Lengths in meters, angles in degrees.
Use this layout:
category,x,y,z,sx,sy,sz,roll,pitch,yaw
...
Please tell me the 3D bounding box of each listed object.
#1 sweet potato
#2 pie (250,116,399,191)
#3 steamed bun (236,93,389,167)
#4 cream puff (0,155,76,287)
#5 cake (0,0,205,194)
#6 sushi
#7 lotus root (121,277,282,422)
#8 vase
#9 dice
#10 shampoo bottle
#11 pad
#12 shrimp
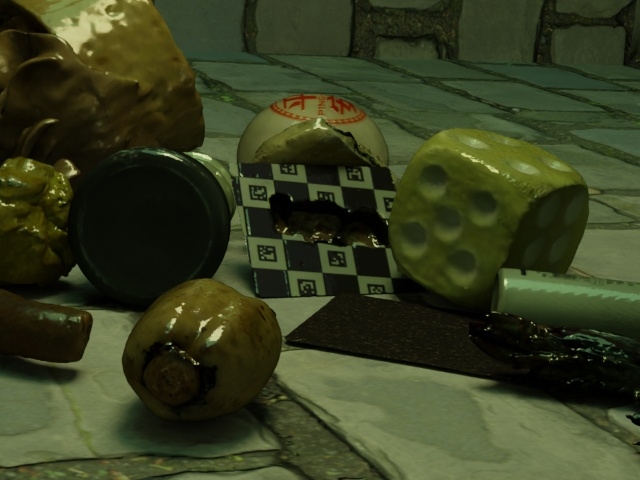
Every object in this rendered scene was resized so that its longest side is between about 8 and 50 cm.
category,x,y,z,sx,sy,sz,roll,pitch,yaw
sweet potato,-0.387,0.048,1.498,0.385,0.109,0.109,22,18,18
pie,-0.008,-0.064,1.962,0.218,0.185,0.052,31,33,-46
steamed bun,-0.010,-0.147,2.344,0.232,0.145,0.232,4,13,-1
cream puff,-0.323,-0.011,1.695,0.156,0.156,0.121,0,23,-17
cake,-0.354,-0.166,1.987,0.321,0.332,0.332,-37,33,-23
sushi,0.000,0.000,1.851,0.215,0.050,0.192,0,55,-22
lotus root,-0.099,0.093,1.368,0.125,0.118,0.221,39,16,4
vase,-0.171,-0.032,1.796,0.173,0.173,0.321,6,8,4
dice,0.192,-0.023,1.779,0.169,0.169,0.166,30,23,33
shampoo bottle,0.307,0.083,1.593,0.262,0.085,0.085,6,13,1
pad,0.147,0.105,1.638,0.330,0.004,0.220,9,14,16
shrimp,0.272,0.132,1.437,0.290,0.054,0.222,16,15,7
